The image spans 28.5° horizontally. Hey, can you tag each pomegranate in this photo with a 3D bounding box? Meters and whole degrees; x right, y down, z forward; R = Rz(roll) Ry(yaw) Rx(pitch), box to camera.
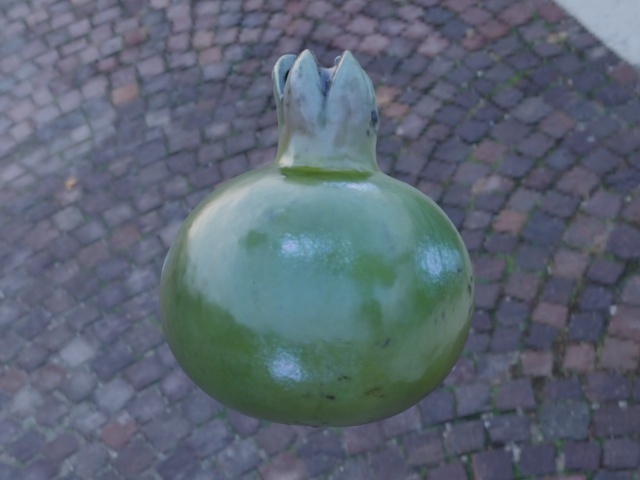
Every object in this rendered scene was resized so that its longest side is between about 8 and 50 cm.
[{"bbox_3d":[-0.003,0.010,0.712,0.179,0.210,0.179,-7,30,4],"label":"pomegranate"}]
